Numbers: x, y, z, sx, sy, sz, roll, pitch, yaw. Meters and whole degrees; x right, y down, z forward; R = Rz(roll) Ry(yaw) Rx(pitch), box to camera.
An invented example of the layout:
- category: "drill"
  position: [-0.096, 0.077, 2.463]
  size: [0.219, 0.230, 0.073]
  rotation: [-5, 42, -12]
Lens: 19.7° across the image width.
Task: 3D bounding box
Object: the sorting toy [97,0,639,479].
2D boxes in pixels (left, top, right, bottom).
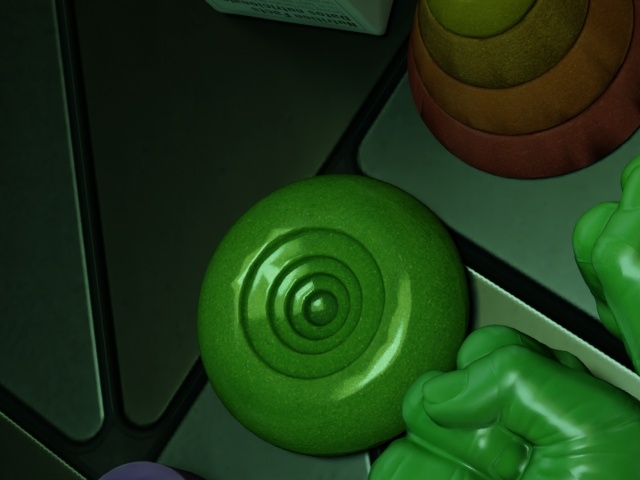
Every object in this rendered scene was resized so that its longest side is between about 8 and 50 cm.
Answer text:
- category: "sorting toy"
  position: [0.000, 0.000, 0.763]
  size: [0.127, 0.126, 0.365]
  rotation: [38, 92, 25]

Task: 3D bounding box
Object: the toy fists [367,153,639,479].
- category: "toy fists"
  position: [0.125, 0.060, 0.714]
  size: [0.279, 0.096, 0.142]
  rotation: [-46, 65, 7]

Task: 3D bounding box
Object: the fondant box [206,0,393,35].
- category: "fondant box"
  position: [-0.038, -0.250, 0.727]
  size: [0.096, 0.330, 0.238]
  rotation: [11, 81, 22]
